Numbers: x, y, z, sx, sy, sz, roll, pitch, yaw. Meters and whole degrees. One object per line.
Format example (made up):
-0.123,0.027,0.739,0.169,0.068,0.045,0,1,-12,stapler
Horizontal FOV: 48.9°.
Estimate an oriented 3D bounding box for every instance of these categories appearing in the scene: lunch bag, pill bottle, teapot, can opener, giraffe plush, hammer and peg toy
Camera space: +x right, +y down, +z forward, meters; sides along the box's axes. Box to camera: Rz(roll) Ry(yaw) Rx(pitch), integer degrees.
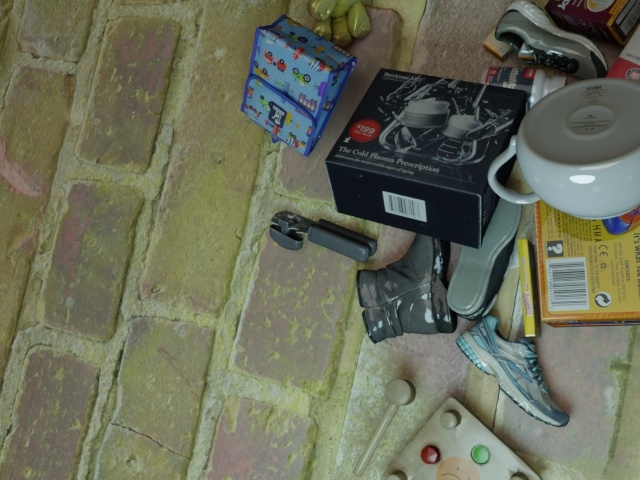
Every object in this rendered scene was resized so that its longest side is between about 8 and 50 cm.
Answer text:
-0.073,-0.367,1.753,0.221,0.138,0.293,33,132,10,lunch bag
0.453,-0.332,1.577,0.180,0.108,0.108,9,85,22,pill bottle
0.438,-0.122,1.130,0.252,0.187,0.256,-34,43,-6,teapot
0.000,0.000,1.741,0.283,0.076,0.095,23,123,23,can opener
0.022,-0.610,1.775,0.170,0.181,0.210,49,135,45,giraffe plush
0.253,0.480,1.520,0.361,0.127,0.266,41,100,22,hammer and peg toy

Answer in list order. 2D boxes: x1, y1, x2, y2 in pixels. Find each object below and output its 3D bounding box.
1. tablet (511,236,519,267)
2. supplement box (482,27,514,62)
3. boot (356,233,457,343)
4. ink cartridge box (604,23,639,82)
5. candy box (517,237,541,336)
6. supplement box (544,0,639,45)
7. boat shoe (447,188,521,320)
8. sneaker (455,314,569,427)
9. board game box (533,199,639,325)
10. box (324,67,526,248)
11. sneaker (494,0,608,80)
0.421,0.022,1.589,0.054,0.006,0.083,-14,77,19,tablet
0.436,-0.476,1.645,0.062,0.036,0.098,44,99,21,supplement box
0.183,0.061,1.619,0.223,0.118,0.338,-8,77,21,boot
0.757,-0.382,1.451,0.226,0.131,0.306,33,96,23,ink cartridge box
0.448,0.103,1.511,0.027,0.105,0.206,-6,79,21,candy box
0.597,-0.505,1.523,0.104,0.081,0.188,-56,41,6,supplement box
0.368,0.032,1.558,0.114,0.091,0.302,23,81,37,boat shoe
0.424,0.272,1.495,0.283,0.110,0.122,44,95,22,sneaker
0.602,-0.022,1.332,0.356,0.356,0.356,-5,80,22,board game box
0.234,-0.190,1.537,0.343,0.179,0.312,15,57,23,box
0.505,-0.415,1.551,0.271,0.100,0.108,37,78,13,sneaker
